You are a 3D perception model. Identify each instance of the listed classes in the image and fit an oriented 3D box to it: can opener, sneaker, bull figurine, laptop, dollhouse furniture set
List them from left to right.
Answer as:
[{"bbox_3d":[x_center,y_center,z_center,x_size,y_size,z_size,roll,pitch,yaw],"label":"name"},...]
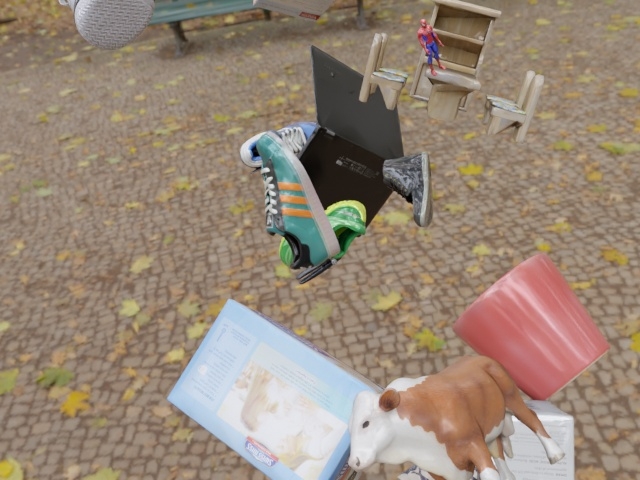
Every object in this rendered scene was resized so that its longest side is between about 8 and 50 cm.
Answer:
[{"bbox_3d":[-0.314,-0.511,1.128,0.366,0.137,0.210,-48,53,2],"label":"sneaker"},{"bbox_3d":[-0.128,-0.337,2.310,0.322,0.130,0.236,-18,8,-6],"label":"sneaker"},{"bbox_3d":[-0.074,-0.078,1.380,0.121,0.302,0.108,-29,7,-13],"label":"sneaker"},{"bbox_3d":[-0.003,0.094,2.321,0.186,0.059,0.073,-40,23,-3],"label":"can opener"},{"bbox_3d":[0.000,0.000,1.766,0.295,0.109,0.123,-33,51,30],"label":"sneaker"},{"bbox_3d":[0.048,-0.272,1.905,0.382,0.408,0.236,18,24,-42],"label":"laptop"},{"bbox_3d":[0.215,-0.118,1.619,0.118,0.083,0.222,-7,51,16],"label":"sneaker"},{"bbox_3d":[0.312,-0.423,1.518,0.362,0.256,0.394,16,20,5],"label":"dollhouse furniture set"},{"bbox_3d":[0.160,0.220,0.748,0.310,0.101,0.188,-11,63,-52],"label":"bull figurine"}]

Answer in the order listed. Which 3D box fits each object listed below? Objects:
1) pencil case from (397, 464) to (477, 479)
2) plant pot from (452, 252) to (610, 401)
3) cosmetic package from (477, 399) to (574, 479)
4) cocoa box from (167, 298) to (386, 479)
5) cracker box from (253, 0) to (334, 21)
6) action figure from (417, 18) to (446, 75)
[{"bbox_3d":[0.376,0.556,1.611,0.410,0.160,0.183,-30,57,-21],"label":"pencil case"},{"bbox_3d":[0.470,0.202,1.426,0.275,0.275,0.243,-28,65,-27],"label":"plant pot"},{"bbox_3d":[0.378,0.507,1.230,0.156,0.385,0.217,0,-6,8],"label":"cosmetic package"},{"bbox_3d":[-0.063,0.305,1.246,0.347,0.228,0.231,29,84,23],"label":"cocoa box"},{"bbox_3d":[-0.033,-0.563,1.394,0.155,0.067,0.232,6,-12,-25],"label":"cracker box"},{"bbox_3d":[0.217,-0.381,1.282,0.038,0.115,0.030,-34,35,-6],"label":"action figure"}]
